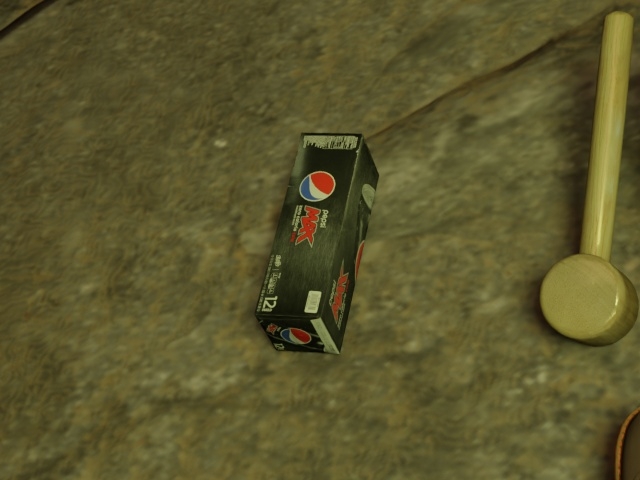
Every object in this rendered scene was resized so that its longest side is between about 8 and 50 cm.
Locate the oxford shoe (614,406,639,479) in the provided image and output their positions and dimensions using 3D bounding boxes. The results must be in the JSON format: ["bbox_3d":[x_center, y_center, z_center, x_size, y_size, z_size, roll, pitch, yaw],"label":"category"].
[{"bbox_3d":[0.222,0.195,0.608,0.097,0.098,0.271,-14,54,4],"label":"oxford shoe"}]

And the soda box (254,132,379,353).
[{"bbox_3d":[0.000,0.000,0.877,0.053,0.060,0.169,2,57,20],"label":"soda box"}]

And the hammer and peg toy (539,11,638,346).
[{"bbox_3d":[0.298,-0.050,0.697,0.361,0.127,0.266,-9,81,25],"label":"hammer and peg toy"}]
